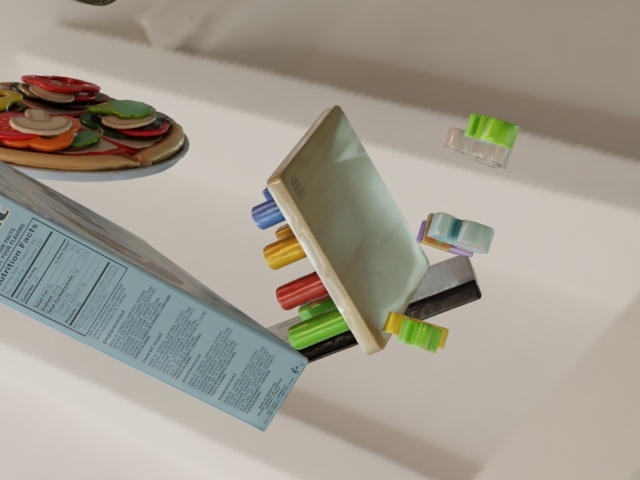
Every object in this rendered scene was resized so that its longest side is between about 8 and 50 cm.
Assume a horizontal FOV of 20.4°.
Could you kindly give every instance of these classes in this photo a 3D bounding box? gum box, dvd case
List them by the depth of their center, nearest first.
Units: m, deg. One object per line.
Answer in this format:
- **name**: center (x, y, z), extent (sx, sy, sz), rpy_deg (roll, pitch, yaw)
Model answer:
- **gum box**: center (-0.116, 0.005, 0.768), extent (0.157, 0.184, 0.041), rpy_deg (32, -90, 49)
- **dvd case**: center (0.026, 0.076, 1.653), extent (0.253, 0.022, 0.180), rpy_deg (-21, -174, 5)

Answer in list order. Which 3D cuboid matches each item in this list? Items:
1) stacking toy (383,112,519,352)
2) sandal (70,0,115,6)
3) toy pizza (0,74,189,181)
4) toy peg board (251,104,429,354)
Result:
- **stacking toy**: center (0.100, -0.001, 1.286), extent (0.052, 0.167, 0.221), rpy_deg (18, 179, -1)
- **sandal**: center (-0.264, -0.263, 1.575), extent (0.219, 0.090, 0.060), rpy_deg (2, -171, -44)
- **toy pizza**: center (-0.193, -0.087, 1.267), extent (0.201, 0.032, 0.201), rpy_deg (7, -161, -3)
- **toy peg board**: center (0.000, 0.000, 1.436), extent (0.079, 0.160, 0.161), rpy_deg (-24, -165, 26)
